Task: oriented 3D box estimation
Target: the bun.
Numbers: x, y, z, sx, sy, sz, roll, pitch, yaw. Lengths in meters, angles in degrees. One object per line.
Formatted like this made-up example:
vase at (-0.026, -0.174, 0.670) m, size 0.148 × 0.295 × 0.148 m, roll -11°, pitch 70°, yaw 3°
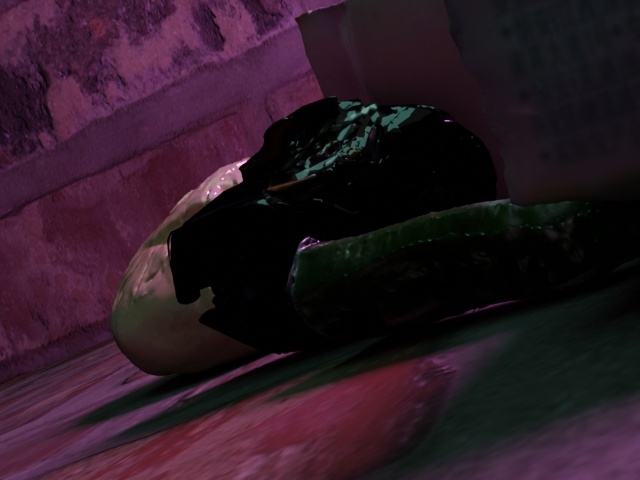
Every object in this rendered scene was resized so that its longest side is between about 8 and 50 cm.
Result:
bun at (-0.065, 0.015, 1.011) m, size 0.229 × 0.145 × 0.229 m, roll -20°, pitch 3°, yaw 1°

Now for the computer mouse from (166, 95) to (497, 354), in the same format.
computer mouse at (0.000, 0.000, 0.773) m, size 0.241 × 0.146 × 0.077 m, roll -30°, pitch 11°, yaw 33°

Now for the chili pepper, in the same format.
chili pepper at (0.084, 0.007, 0.617) m, size 0.088 × 0.059 × 0.227 m, roll -4°, pitch -8°, yaw -42°

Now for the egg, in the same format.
egg at (0.128, -0.083, 0.846) m, size 0.206 × 0.162 × 0.271 m, roll -8°, pitch 1°, yaw 27°

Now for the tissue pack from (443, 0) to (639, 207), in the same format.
tissue pack at (0.266, -0.143, 0.509) m, size 0.388 × 0.162 × 0.287 m, roll -16°, pitch 3°, yaw 23°
